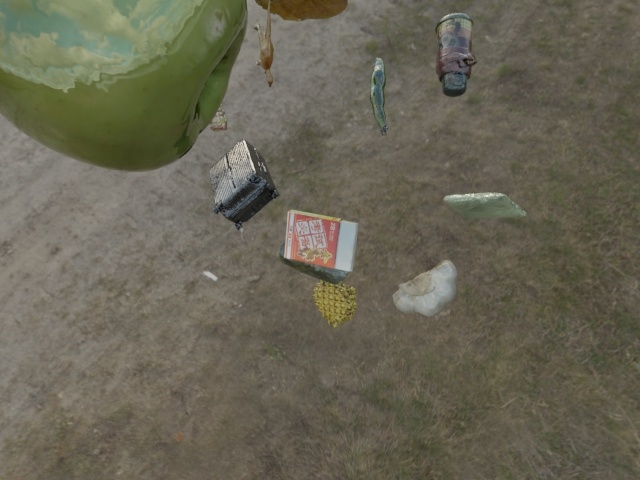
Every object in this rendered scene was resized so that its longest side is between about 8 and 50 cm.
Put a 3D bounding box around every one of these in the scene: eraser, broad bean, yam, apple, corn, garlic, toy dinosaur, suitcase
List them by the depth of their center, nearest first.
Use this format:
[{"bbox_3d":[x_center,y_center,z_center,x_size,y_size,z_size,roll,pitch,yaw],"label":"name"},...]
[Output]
[{"bbox_3d":[-0.270,-0.269,0.590,0.357,0.357,0.357,-2,59,4],"label":"apple"},{"bbox_3d":[-0.124,-0.462,1.126,0.039,0.162,0.126,-13,79,-21],"label":"toy dinosaur"},{"bbox_3d":[0.000,0.000,1.488,0.230,0.157,0.038,11,17,17],"label":"eraser"},{"bbox_3d":[0.354,0.166,1.516,0.229,0.178,0.143,-43,72,19],"label":"garlic"},{"bbox_3d":[0.194,-0.494,1.589,0.060,0.043,0.298,6,75,-19],"label":"broad bean"},{"bbox_3d":[-0.018,0.063,1.706,0.254,0.154,0.154,19,62,-1],"label":"yam"},{"bbox_3d":[-0.419,-0.537,1.736,0.092,0.281,0.092,-13,20,5],"label":"corn"},{"bbox_3d":[-0.320,-0.238,1.892,0.229,0.152,0.335,-38,41,12],"label":"suitcase"}]

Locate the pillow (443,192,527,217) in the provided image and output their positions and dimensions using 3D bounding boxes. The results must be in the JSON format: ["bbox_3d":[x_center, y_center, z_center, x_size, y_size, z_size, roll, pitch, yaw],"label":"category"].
[{"bbox_3d":[0.719,-0.154,2.056,0.274,0.280,0.076,-1,76,42],"label":"pillow"}]

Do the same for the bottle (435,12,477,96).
[{"bbox_3d":[0.479,-0.645,1.656,0.143,0.156,0.271,1,84,-1],"label":"bottle"}]

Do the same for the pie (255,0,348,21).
[{"bbox_3d":[-0.044,-0.717,1.308,0.339,0.339,0.083,-5,86,2],"label":"pie"}]

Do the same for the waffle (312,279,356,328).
[{"bbox_3d":[0.059,0.233,1.855,0.193,0.197,0.070,41,35,19],"label":"waffle"}]
